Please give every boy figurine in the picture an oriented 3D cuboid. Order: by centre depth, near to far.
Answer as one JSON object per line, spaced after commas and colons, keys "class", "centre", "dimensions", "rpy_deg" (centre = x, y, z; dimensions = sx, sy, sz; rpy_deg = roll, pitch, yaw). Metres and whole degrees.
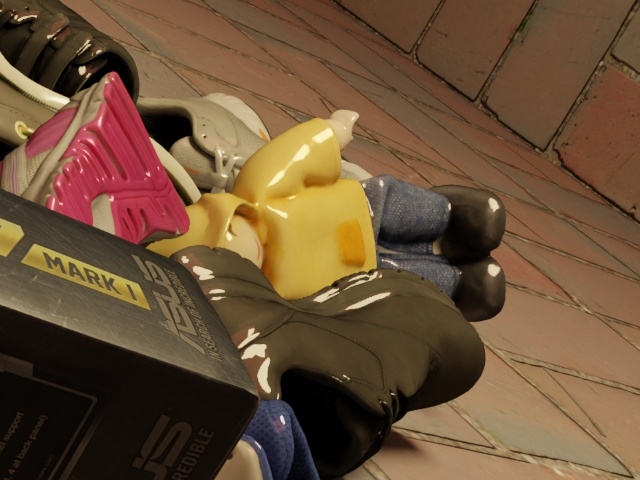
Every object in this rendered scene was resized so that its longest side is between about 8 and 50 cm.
{"class": "boy figurine", "centre": [0.000, 0.000, 1.146], "dimensions": [0.092, 0.177, 0.285], "rpy_deg": [2, -1, 45]}

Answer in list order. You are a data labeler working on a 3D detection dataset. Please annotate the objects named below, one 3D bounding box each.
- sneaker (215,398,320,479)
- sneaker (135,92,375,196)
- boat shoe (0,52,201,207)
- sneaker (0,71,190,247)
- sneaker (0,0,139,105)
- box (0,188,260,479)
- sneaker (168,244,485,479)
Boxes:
{"class": "sneaker", "centre": [-0.068, 0.101, 0.691], "dimensions": [0.296, 0.131, 0.112], "rpy_deg": [30, 14, 1]}
{"class": "sneaker", "centre": [-0.058, -0.042, 1.399], "dimensions": [0.262, 0.099, 0.121], "rpy_deg": [31, 17, 37]}
{"class": "boat shoe", "centre": [-0.190, -0.046, 1.072], "dimensions": [0.305, 0.109, 0.091], "rpy_deg": [36, 47, -39]}
{"class": "sneaker", "centre": [-0.148, -0.014, 0.942], "dimensions": [0.252, 0.111, 0.103], "rpy_deg": [-67, 134, -70]}
{"class": "sneaker", "centre": [-0.256, -0.167, 1.352], "dimensions": [0.296, 0.104, 0.147], "rpy_deg": [24, 8, -46]}
{"class": "box", "centre": [-0.148, 0.081, 0.337], "dimensions": [0.183, 0.232, 0.059], "rpy_deg": [22, 18, -34]}
{"class": "sneaker", "centre": [0.008, 0.087, 1.036], "dimensions": [0.286, 0.109, 0.130], "rpy_deg": [5, 35, -46]}
